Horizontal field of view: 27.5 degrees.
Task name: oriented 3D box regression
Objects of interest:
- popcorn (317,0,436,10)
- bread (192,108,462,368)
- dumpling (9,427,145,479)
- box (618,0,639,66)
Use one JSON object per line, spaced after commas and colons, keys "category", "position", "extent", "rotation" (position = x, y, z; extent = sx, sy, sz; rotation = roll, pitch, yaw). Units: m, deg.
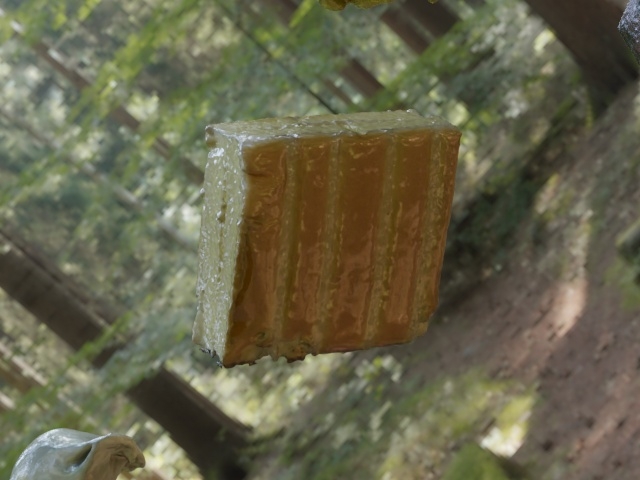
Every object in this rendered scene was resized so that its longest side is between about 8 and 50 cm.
{"category": "popcorn", "position": [0.089, -0.488, 2.083], "extent": [0.250, 0.242, 0.235], "rotation": [-7, 5, 24]}
{"category": "bread", "position": [0.000, 0.000, 1.278], "extent": [0.111, 0.239, 0.246], "rotation": [39, 129, 56]}
{"category": "dumpling", "position": [-0.307, 0.299, 1.655], "extent": [0.229, 0.124, 0.151], "rotation": [-30, -21, 30]}
{"category": "box", "position": [0.627, -0.394, 2.034], "extent": [0.415, 0.115, 0.264], "rotation": [108, 149, -50]}
